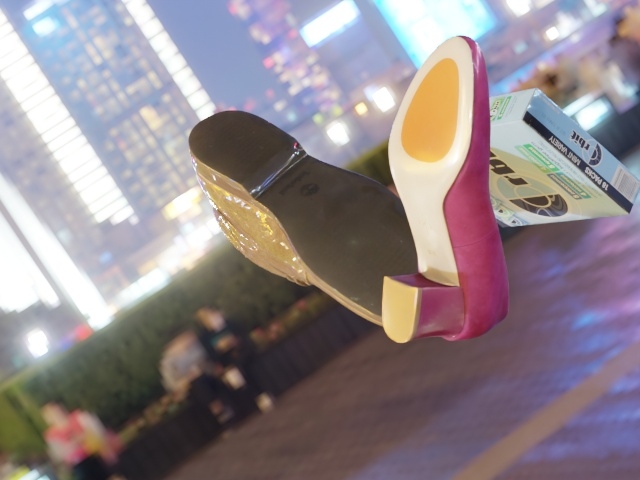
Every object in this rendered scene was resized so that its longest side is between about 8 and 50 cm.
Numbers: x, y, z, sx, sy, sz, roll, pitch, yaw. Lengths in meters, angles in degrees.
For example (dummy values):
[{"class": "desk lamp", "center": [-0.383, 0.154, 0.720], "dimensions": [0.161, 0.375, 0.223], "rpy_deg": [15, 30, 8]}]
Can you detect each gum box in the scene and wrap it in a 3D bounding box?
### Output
[{"class": "gum box", "center": [0.192, -0.076, 1.643], "dimensions": [0.184, 0.157, 0.041], "rpy_deg": [-7, 51, 55]}]

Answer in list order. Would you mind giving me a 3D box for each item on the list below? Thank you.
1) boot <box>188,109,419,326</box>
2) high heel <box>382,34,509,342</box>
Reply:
[{"class": "boot", "center": [0.000, 0.000, 1.565], "dimensions": [0.112, 0.305, 0.115], "rpy_deg": [-34, -35, -26]}, {"class": "high heel", "center": [0.116, -0.037, 1.297], "dimensions": [0.117, 0.244, 0.082], "rpy_deg": [-8, 18, -41]}]
